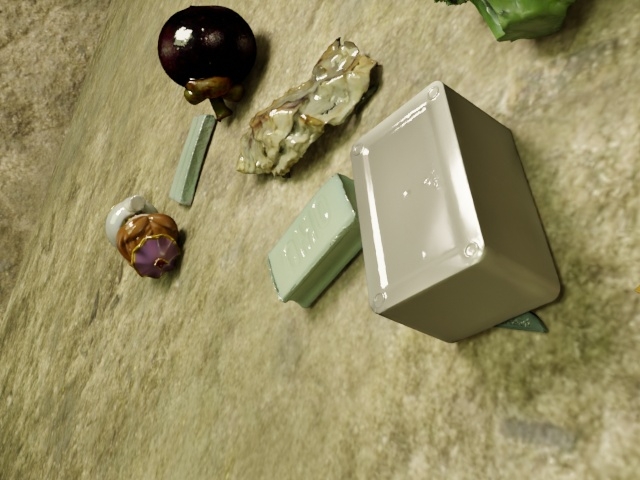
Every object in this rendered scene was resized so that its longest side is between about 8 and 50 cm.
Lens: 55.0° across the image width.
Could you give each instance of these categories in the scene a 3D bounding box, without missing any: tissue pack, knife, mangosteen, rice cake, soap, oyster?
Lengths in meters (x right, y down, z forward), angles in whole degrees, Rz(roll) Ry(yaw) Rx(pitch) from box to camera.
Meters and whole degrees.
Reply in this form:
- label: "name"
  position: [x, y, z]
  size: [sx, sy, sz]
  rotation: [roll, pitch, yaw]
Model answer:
- label: "tissue pack"
  position: [0.143, -0.032, 0.711]
  size: [0.159, 0.136, 0.246]
  rotation: [-33, 48, 37]
- label: "knife"
  position: [0.175, 0.089, 0.733]
  size: [0.210, 0.015, 0.028]
  rotation: [-3, 66, 51]
- label: "mangosteen"
  position: [-0.240, -0.382, 1.339]
  size: [0.211, 0.211, 0.250]
  rotation: [18, 120, 54]
- label: "rice cake"
  position: [-0.306, -0.192, 1.454]
  size: [0.080, 0.042, 0.222]
  rotation: [13, 86, 52]
- label: "soap"
  position: [0.000, 0.000, 0.956]
  size: [0.198, 0.063, 0.115]
  rotation: [-50, 40, 26]
- label: "oyster"
  position: [-0.053, -0.225, 1.091]
  size: [0.354, 0.107, 0.201]
  rotation: [-43, 41, 33]

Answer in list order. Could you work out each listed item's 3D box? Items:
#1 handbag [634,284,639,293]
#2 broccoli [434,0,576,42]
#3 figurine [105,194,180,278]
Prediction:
- label: "handbag"
  position: [0.330, 0.023, 0.551]
  size: [0.061, 0.027, 0.083]
  rotation: [29, 95, 55]
- label: "broccoli"
  position: [0.228, -0.363, 0.712]
  size: [0.269, 0.261, 0.242]
  rotation: [-8, 91, 10]
- label: "figurine"
  position: [-0.417, -0.012, 1.443]
  size: [0.263, 0.142, 0.190]
  rotation: [30, 131, 52]
